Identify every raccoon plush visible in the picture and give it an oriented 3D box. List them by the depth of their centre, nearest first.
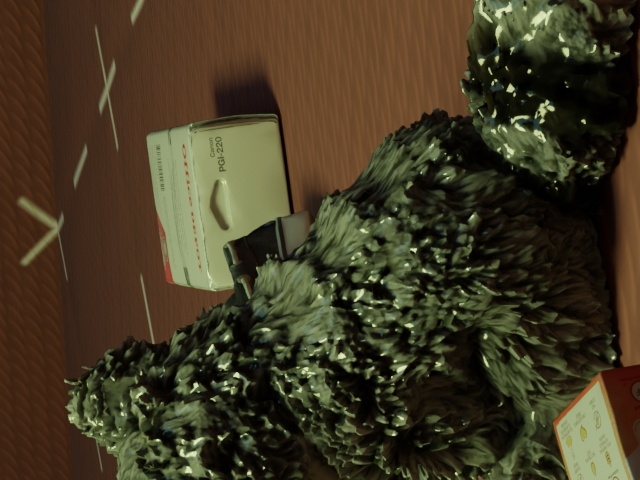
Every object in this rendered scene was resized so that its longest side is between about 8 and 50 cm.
[{"bbox_3d":[0.000,0.000,1.140,0.216,0.299,0.446,-127,33,-61],"label":"raccoon plush"}]

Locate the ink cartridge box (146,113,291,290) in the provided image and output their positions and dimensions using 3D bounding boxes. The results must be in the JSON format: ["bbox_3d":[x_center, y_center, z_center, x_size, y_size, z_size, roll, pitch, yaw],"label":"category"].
[{"bbox_3d":[-0.098,-0.037,1.861,0.218,0.092,0.158,-175,77,-76],"label":"ink cartridge box"}]

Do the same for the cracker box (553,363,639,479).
[{"bbox_3d":[0.203,0.156,0.765,0.067,0.156,0.232,117,141,-64],"label":"cracker box"}]

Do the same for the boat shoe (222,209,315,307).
[{"bbox_3d":[-0.037,0.078,1.567,0.301,0.102,0.108,-100,-6,-56],"label":"boat shoe"}]
